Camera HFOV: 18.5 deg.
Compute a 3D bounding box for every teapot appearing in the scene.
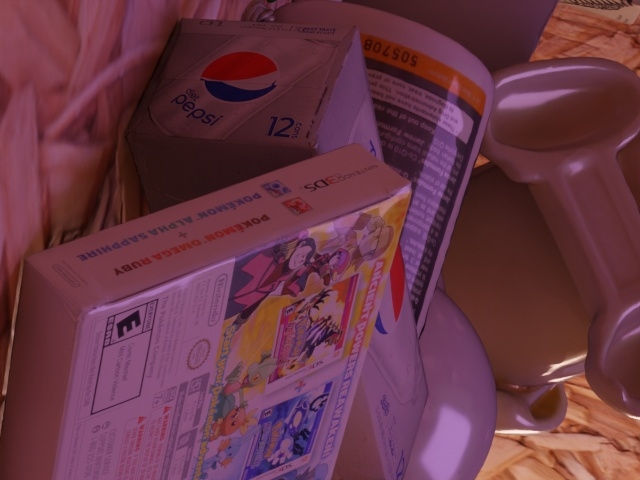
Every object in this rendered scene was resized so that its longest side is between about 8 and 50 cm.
[{"bbox_3d":[-0.007,0.097,1.411,0.256,0.252,0.187,-98,165,-52],"label":"teapot"}]

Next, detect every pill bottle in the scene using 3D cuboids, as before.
[{"bbox_3d":[0.000,0.000,1.259,0.162,0.162,0.278,88,20,-78],"label":"pill bottle"}]

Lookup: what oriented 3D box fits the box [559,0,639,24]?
[{"bbox_3d":[0.204,-0.308,1.989,0.113,0.275,0.094,46,62,-84],"label":"box"}]

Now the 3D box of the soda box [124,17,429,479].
[{"bbox_3d":[-0.013,0.020,1.031,0.286,0.098,0.091,76,25,-44],"label":"soda box"}]

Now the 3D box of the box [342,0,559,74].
[{"bbox_3d":[0.138,-0.302,1.710,0.215,0.168,0.345,115,-4,-53],"label":"box"}]

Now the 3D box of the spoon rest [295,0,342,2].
[{"bbox_3d":[0.012,-0.109,1.449,0.137,0.084,0.276,-19,141,-33],"label":"spoon rest"}]

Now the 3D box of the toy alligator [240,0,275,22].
[{"bbox_3d":[-0.025,-0.159,1.055,0.051,0.056,0.189,-22,-146,38],"label":"toy alligator"}]

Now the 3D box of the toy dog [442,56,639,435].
[{"bbox_3d":[0.176,0.011,1.671,0.395,0.284,0.408,-32,-179,-35],"label":"toy dog"}]

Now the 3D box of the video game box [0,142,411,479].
[{"bbox_3d":[-0.058,0.068,0.888,0.187,0.048,0.205,-18,138,-37],"label":"video game box"}]
